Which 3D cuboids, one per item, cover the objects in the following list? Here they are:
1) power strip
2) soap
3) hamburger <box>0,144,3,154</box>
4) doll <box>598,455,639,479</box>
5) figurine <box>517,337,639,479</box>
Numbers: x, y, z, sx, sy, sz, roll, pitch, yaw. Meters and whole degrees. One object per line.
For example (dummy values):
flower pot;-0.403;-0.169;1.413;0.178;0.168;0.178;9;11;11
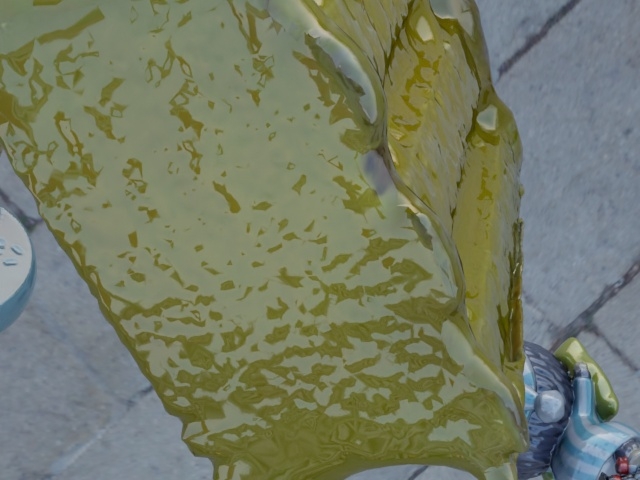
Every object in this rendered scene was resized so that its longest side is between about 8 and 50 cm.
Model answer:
power strip;-0.431;0.052;1.283;0.253;0.054;0.167;-25;54;-37
soap;-0.003;-0.069;0.576;0.156;0.335;0.293;-23;112;22
hamburger;-0.564;-0.144;1.637;0.213;0.214;0.108;8;67;7
doll;0.367;0.241;1.142;0.169;0.057;0.109;-13;44;-3
figurine;0.311;0.318;1.906;0.377;0.361;0.266;6;109;-26
